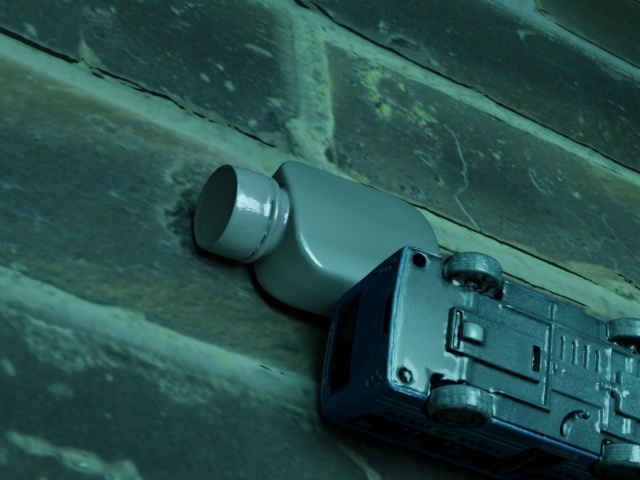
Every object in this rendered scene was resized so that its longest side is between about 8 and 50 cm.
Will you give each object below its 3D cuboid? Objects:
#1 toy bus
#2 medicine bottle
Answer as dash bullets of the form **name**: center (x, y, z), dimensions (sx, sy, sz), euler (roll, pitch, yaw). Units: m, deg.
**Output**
- **toy bus**: center (0.130, 0.102, 0.947), dimensions (0.246, 0.134, 0.113), euler (21, 59, -23)
- **medicine bottle**: center (0.000, 0.000, 1.008), dimensions (0.183, 0.069, 0.119), euler (19, 39, -30)
